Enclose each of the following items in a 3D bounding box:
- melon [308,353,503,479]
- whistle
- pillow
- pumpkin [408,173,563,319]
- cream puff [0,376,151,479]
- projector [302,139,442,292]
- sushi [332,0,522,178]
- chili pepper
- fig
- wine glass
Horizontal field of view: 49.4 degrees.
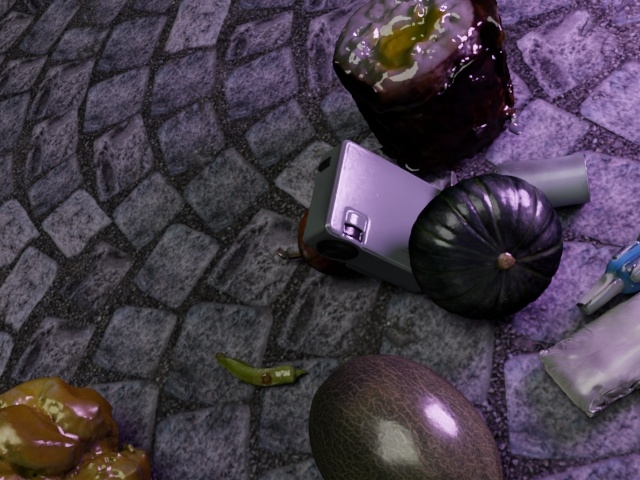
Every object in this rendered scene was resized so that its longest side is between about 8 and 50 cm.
[{"bbox_3d":[0.121,0.306,1.022,0.237,0.237,0.301,-48,54,-6],"label":"melon"},{"bbox_3d":[0.500,0.035,1.088,0.235,0.114,0.077,-42,91,-2],"label":"whistle"},{"bbox_3d":[0.460,0.165,1.055,0.229,0.051,0.128,-32,54,4],"label":"pillow"},{"bbox_3d":[0.261,0.006,1.135,0.250,0.250,0.216,-42,34,-1],"label":"pumpkin"},{"bbox_3d":[-0.445,0.417,1.195,0.275,0.378,0.378,-10,58,21],"label":"cream puff"},{"bbox_3d":[0.103,-0.034,1.228,0.099,0.256,0.192,-28,44,51],"label":"projector"},{"bbox_3d":[0.204,-0.307,1.309,0.299,0.294,0.281,-29,50,7],"label":"sushi"},{"bbox_3d":[-0.126,0.246,1.305,0.208,0.043,0.049,4,77,29],"label":"chili pepper"},{"bbox_3d":[0.021,0.005,1.319,0.202,0.148,0.149,-61,18,26],"label":"fig"},{"bbox_3d":[0.352,-0.093,1.230,0.231,0.103,0.103,-10,58,18],"label":"wine glass"}]
